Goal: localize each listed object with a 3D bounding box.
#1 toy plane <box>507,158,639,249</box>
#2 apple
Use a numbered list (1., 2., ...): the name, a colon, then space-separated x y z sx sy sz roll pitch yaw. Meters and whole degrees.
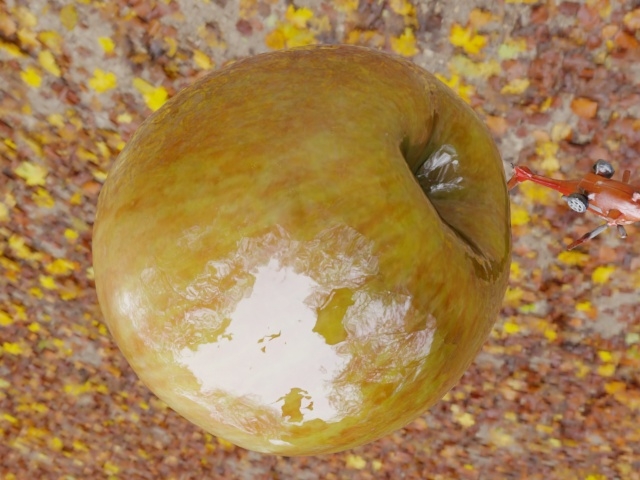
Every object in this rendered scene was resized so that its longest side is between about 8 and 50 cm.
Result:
1. toy plane: 0.310 -0.065 1.010 0.126 0.194 0.077 -35 134 -2
2. apple: 0.000 0.000 0.547 0.264 0.264 0.264 14 145 10
